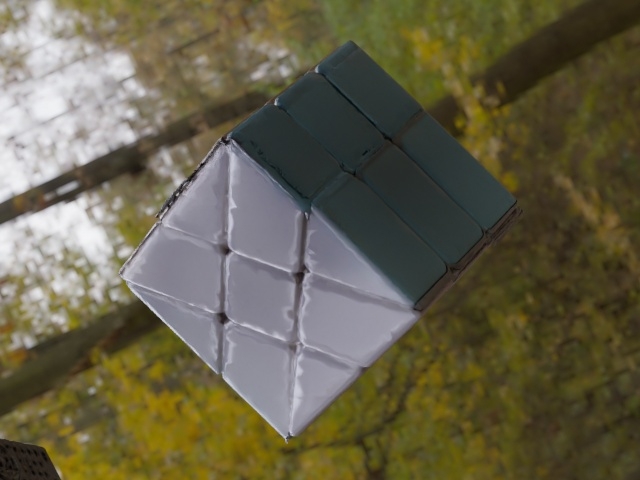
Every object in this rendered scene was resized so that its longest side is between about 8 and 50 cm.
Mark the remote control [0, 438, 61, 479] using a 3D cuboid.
[{"bbox_3d":[-0.308,0.198,1.371,0.245,0.025,0.063,29,-151,-60],"label":"remote control"}]

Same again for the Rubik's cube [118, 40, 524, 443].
[{"bbox_3d":[0.000,0.000,1.375,0.231,0.221,0.224,44,-139,1],"label":"Rubik's cube"}]
